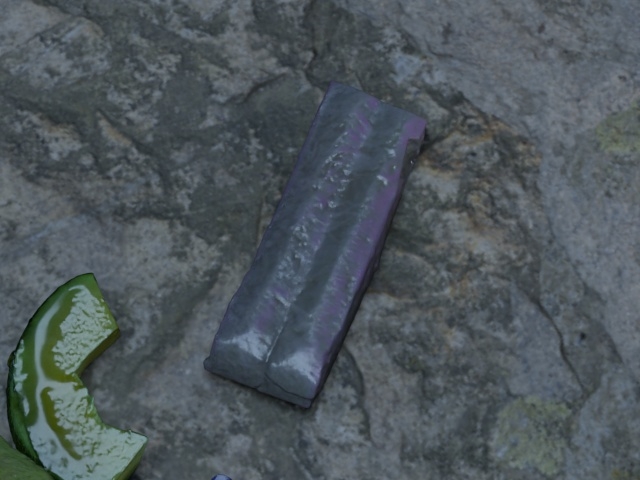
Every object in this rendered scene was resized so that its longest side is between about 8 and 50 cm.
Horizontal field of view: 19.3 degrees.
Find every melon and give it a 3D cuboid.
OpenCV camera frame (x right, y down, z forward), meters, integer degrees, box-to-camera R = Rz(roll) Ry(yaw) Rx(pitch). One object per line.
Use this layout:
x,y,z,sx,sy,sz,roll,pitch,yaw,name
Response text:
-0.209,0.132,1.589,0.118,0.064,0.209,-18,68,-13,melon

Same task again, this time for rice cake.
0.002,-0.001,1.649,0.106,0.050,0.298,20,67,9,rice cake

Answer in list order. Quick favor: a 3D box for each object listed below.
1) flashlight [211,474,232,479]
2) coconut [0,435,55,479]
-0.085,0.252,1.542,0.057,0.035,0.121,-16,66,-7,flashlight
-0.298,0.264,1.460,0.236,0.236,0.204,-14,30,-5,coconut
